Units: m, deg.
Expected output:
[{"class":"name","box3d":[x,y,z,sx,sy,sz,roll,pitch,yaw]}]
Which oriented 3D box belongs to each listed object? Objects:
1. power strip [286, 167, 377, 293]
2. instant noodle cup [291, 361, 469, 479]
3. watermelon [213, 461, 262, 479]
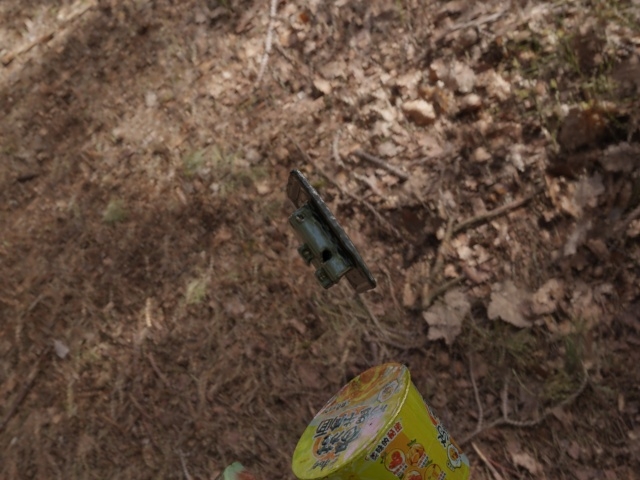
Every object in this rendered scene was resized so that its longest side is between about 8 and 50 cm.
[{"class":"power strip","box3d":[-0.001,0.001,1.477,0.092,0.251,0.257,-36,87,0]},{"class":"instant noodle cup","box3d":[0.111,0.368,1.340,0.264,0.200,0.264,-40,11,10]},{"class":"watermelon","box3d":[-0.056,0.197,0.512,0.072,0.092,0.084,37,71,8]}]
